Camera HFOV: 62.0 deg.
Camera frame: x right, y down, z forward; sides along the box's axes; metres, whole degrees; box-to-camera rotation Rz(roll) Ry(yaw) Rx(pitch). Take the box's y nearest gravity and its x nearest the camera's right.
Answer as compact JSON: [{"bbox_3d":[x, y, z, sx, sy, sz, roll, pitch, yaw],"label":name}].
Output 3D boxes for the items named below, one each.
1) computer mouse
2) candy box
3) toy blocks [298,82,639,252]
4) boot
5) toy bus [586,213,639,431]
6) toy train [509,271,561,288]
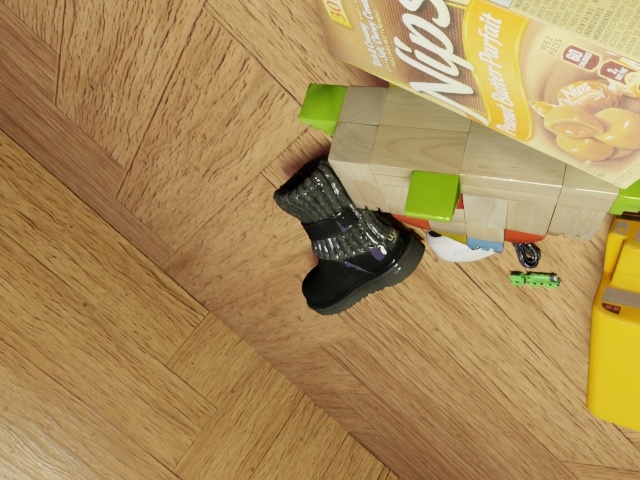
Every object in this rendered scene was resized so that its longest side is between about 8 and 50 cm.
[{"bbox_3d":[0.245,0.008,0.861,0.106,0.042,0.193,49,149,-21],"label":"computer mouse"},{"bbox_3d":[0.147,-0.168,0.431,0.316,0.088,0.183,28,175,13],"label":"candy box"},{"bbox_3d":[0.188,-0.070,0.660,0.381,0.191,0.261,10,166,20],"label":"toy blocks"},{"bbox_3d":[0.002,-0.003,1.014,0.260,0.131,0.348,38,141,-15],"label":"boot"},{"bbox_3d":[0.433,0.121,0.725,0.108,0.130,0.333,15,144,35],"label":"toy bus"},{"bbox_3d":[0.344,0.062,0.858,0.083,0.017,0.024,0,124,47],"label":"toy train"}]
